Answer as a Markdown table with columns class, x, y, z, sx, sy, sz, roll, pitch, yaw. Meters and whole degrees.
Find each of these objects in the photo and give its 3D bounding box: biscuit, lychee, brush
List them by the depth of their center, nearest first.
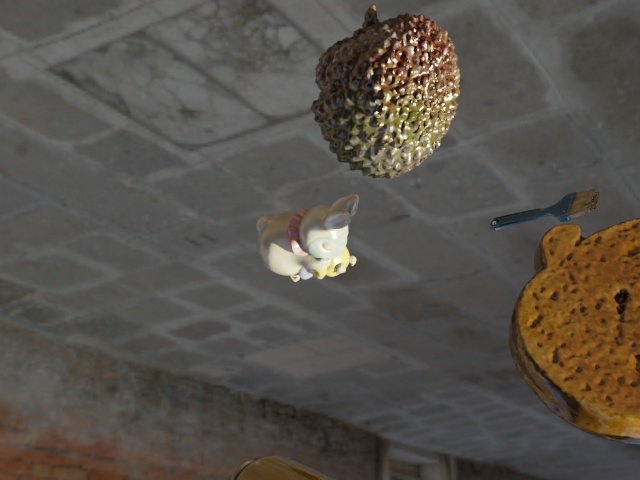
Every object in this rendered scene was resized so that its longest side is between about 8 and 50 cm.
| class | x | y | z | sx | sy | sz | roll | pitch | yaw |
| --- | --- | --- | --- | --- | --- | --- | --- | --- | --- |
| lychee | 0.031 | -0.070 | 0.413 | 0.068 | 0.083 | 0.067 | -5 | 178 | -10 |
| brush | 0.303 | -0.037 | 1.226 | 0.164 | 0.051 | 0.014 | -13 | 122 | 44 |
| biscuit | 0.439 | 0.108 | 1.267 | 0.394 | 0.350 | 0.070 | -24 | 142 | -21 |

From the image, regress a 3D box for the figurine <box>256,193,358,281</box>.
| class | x | y | z | sx | sy | sz | roll | pitch | yaw |
| --- | --- | --- | --- | --- | --- | --- | --- | --- | --- |
| figurine | 0.000 | 0.000 | 1.676 | 0.235 | 0.155 | 0.127 | -13 | -160 | 42 |

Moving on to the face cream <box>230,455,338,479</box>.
| class | x | y | z | sx | sy | sz | roll | pitch | yaw |
| --- | --- | --- | --- | --- | --- | --- | --- | --- | --- |
| face cream | -0.016 | 0.306 | 0.980 | 0.105 | 0.105 | 0.349 | 10 | 173 | -26 |
